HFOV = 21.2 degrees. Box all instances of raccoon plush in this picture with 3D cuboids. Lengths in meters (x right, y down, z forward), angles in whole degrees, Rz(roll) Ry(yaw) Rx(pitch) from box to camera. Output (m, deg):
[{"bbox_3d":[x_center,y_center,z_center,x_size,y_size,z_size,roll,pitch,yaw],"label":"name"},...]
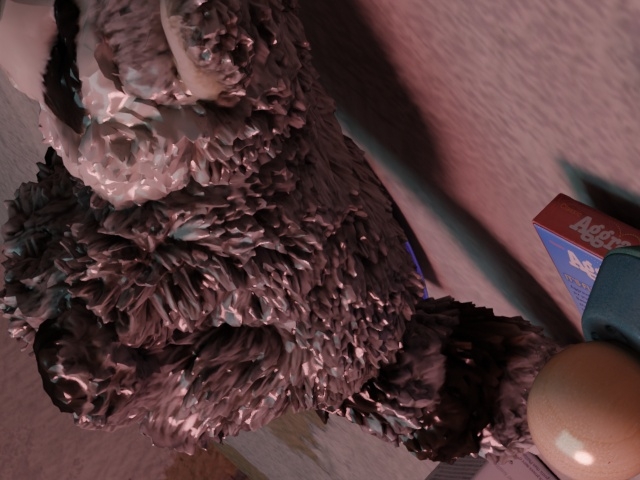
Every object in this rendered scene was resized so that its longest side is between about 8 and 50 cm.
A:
[{"bbox_3d":[0.017,-0.047,0.969,0.299,0.446,0.216,-57,38,40],"label":"raccoon plush"}]

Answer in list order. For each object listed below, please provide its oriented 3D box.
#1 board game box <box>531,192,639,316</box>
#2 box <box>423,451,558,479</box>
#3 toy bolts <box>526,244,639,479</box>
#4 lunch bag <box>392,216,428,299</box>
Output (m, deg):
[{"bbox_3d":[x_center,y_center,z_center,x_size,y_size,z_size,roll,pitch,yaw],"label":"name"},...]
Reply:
[{"bbox_3d":[0.228,0.077,0.832,0.281,0.027,0.145,32,162,47],"label":"board game box"},{"bbox_3d":[0.121,0.234,1.426,0.072,0.137,0.126,46,167,-4],"label":"box"},{"bbox_3d":[0.171,0.038,0.651,0.218,0.158,0.228,53,165,-28],"label":"toy bolts"},{"bbox_3d":[0.000,0.000,1.215,0.129,0.096,0.151,34,149,48],"label":"lunch bag"}]
